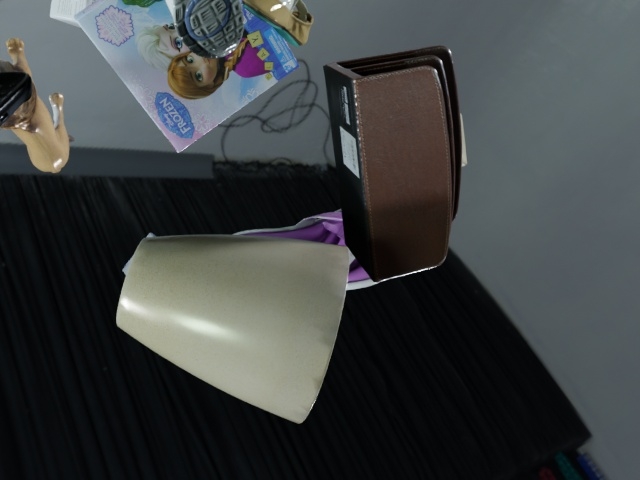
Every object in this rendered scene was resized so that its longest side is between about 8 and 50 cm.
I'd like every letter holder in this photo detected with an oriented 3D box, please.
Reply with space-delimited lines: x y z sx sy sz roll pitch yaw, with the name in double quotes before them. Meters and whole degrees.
"letter holder" 0.142 -0.122 0.956 0.214 0.152 0.302 -13 115 -10

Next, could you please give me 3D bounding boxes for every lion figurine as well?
"lion figurine" -0.596 -0.243 1.298 0.142 0.240 0.392 -26 151 2

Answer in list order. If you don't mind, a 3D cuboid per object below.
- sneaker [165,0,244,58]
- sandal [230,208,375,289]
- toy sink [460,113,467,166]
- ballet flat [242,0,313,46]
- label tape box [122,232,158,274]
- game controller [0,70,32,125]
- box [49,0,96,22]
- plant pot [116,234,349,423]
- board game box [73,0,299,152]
"sneaker" -0.206 -0.408 0.955 0.111 0.129 0.297 -26 139 3
"sandal" 0.005 0.014 1.182 0.416 0.169 0.102 -15 158 -6
"toy sink" 0.162 -0.191 1.322 0.234 0.131 0.153 -17 157 41
"ballet flat" -0.070 -0.406 1.114 0.073 0.080 0.232 -56 170 12
"label tape box" -0.246 0.126 1.284 0.249 0.348 0.115 39 85 -27
"game controller" -0.529 -0.143 0.872 0.166 0.319 0.067 -8 131 21
"box" -0.642 -0.687 1.777 0.182 0.119 0.181 -18 122 -73
"plant pot" -0.128 0.092 0.882 0.274 0.256 0.256 17 138 -7
"board game box" -0.251 -0.392 1.255 0.318 0.066 0.318 -37 125 -3
